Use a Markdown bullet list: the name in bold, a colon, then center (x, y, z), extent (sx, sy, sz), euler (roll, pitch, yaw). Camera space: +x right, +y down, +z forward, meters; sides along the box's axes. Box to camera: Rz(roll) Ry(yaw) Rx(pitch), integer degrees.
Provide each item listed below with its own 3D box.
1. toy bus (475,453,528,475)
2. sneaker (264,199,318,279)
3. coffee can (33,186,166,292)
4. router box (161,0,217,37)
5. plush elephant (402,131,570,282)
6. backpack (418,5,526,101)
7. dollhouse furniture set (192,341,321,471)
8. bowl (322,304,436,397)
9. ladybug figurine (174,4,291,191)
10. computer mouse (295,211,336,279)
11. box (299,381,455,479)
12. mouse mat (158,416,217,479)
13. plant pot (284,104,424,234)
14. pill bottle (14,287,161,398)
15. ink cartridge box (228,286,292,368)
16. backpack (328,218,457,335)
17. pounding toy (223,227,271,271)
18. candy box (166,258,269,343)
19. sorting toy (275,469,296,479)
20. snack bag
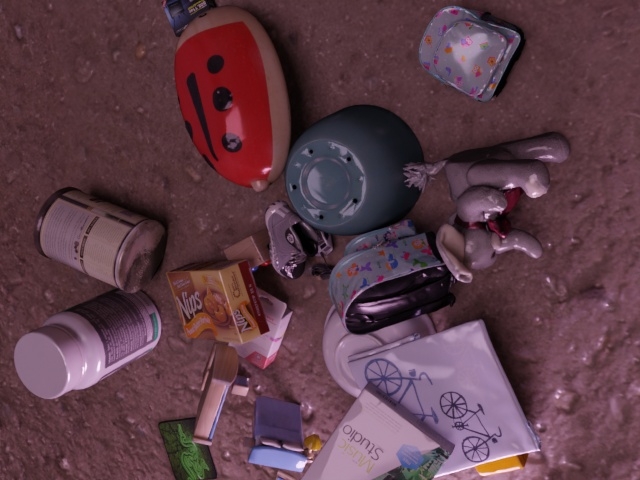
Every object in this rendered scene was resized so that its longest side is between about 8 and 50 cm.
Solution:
- **toy bus**: center (0.354, 0.357, 1.667), extent (0.108, 0.130, 0.333), euler (-21, 93, 28)
- **sneaker**: center (-0.053, 0.025, 1.690), extent (0.132, 0.086, 0.229), euler (33, 150, 40)
- **coffee can**: center (-0.576, -0.003, 1.952), extent (0.275, 0.201, 0.202), euler (21, 110, 18)
- **router box**: center (-0.313, -0.558, 1.792), extent (0.122, 0.038, 0.092), euler (-22, 94, 27)
- **plush elephant**: center (0.342, -0.049, 1.508), extent (0.329, 0.272, 0.256), euler (-6, 109, 23)
- **backpack**: center (0.295, -0.385, 1.509), extent (0.188, 0.144, 0.166), euler (32, 119, 17)
- **dollhouse furniture set**: center (-0.137, 0.380, 1.848), extent (0.303, 0.286, 0.198), euler (16, 117, -11)
- **bowl**: center (0.119, 0.264, 1.748), extent (0.297, 0.134, 0.298), euler (6, 105, 23)
- **ladybug figurine**: center (-0.210, -0.319, 1.678), extent (0.305, 0.161, 0.450), euler (-34, 71, 47)
- **computer mouse**: center (0.000, 0.000, 1.790), extent (0.106, 0.042, 0.193), euler (-16, 102, 31)
- **box**: center (0.111, 0.508, 1.645), extent (0.232, 0.058, 0.322), euler (35, 107, 11)
- **mouse mat**: center (-0.379, 0.598, 2.121), extent (0.152, 0.007, 0.190), euler (-14, 98, 26)
- **plant pot**: center (0.055, -0.143, 1.621), extent (0.292, 0.235, 0.293), euler (6, 104, 23)
- **pill bottle**: center (-0.598, 0.262, 1.937), extent (0.204, 0.361, 0.204), euler (6, 104, 22)
- **ink cartridge box**: center (-0.148, 0.210, 1.890), extent (0.115, 0.067, 0.198), euler (28, 114, 15)
- **backpack**: center (0.141, 0.088, 1.608), extent (0.253, 0.225, 0.191), euler (-24, 57, -11)
- **pounding toy**: center (-0.130, 0.026, 1.814), extent (0.130, 0.141, 0.100), euler (-25, 92, 41)
- **candy box**: center (-0.260, 0.148, 1.833), extent (0.316, 0.087, 0.183), euler (-5, 103, 56)
- **sorting toy**: center (-0.085, 0.663, 2.002), extent (0.083, 0.012, 0.062), euler (22, 110, 18)
- **snack bag**: center (0.262, 0.347, 1.614), extent (0.342, 0.037, 0.323), euler (-25, 93, 27)
